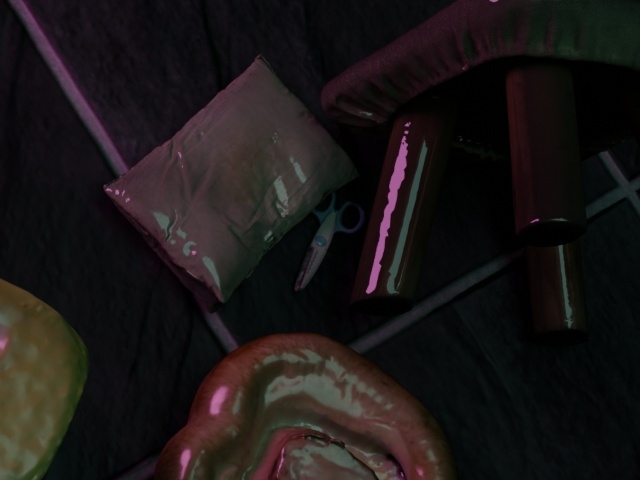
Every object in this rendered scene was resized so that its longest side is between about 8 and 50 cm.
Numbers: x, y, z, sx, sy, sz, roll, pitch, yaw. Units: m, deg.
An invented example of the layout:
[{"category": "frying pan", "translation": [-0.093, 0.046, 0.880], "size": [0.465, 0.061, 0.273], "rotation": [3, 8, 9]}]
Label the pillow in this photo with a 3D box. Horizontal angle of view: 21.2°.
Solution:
[{"category": "pillow", "translation": [-0.073, -0.054, 1.522], "size": [0.148, 0.050, 0.230], "rotation": [49, 51, -6]}]

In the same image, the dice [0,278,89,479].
[{"category": "dice", "translation": [-0.281, 0.124, 1.253], "size": [0.169, 0.166, 0.169], "rotation": [30, 56, -13]}]

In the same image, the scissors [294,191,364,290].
[{"category": "scissors", "translation": [0.000, 0.000, 1.555], "size": [0.058, 0.014, 0.119], "rotation": [31, 53, -6]}]

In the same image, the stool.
[{"category": "stool", "translation": [0.191, -0.059, 1.499], "size": [0.310, 0.310, 0.226], "rotation": [12, 65, -33]}]

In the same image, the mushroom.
[{"category": "mushroom", "translation": [-0.012, 0.207, 1.372], "size": [0.278, 0.146, 0.278], "rotation": [7, 61, -13]}]
